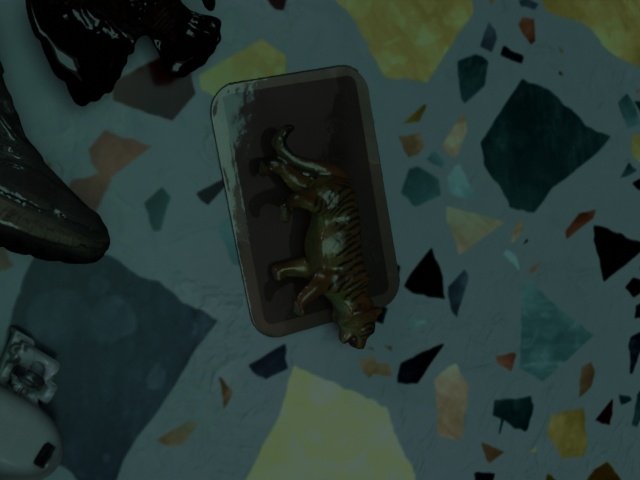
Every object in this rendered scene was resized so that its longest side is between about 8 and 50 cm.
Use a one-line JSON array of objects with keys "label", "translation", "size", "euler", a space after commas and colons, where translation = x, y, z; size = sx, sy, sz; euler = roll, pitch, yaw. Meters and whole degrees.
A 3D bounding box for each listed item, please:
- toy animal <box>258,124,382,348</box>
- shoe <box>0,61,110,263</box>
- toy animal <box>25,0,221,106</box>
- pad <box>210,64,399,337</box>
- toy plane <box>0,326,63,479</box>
[{"label": "toy animal", "translation": [0.000, 0.000, 0.797], "size": [0.099, 0.057, 0.241], "euler": [-12, 97, -28]}, {"label": "shoe", "translation": [-0.300, -0.116, 0.636], "size": [0.337, 0.132, 0.170], "euler": [34, 72, -18]}, {"label": "toy animal", "translation": [-0.181, -0.231, 0.696], "size": [0.180, 0.116, 0.218], "euler": [37, 85, 9]}, {"label": "pad", "translation": [-0.010, -0.041, 0.816], "size": [0.176, 0.002, 0.266], "euler": [-14, 99, -21]}, {"label": "toy plane", "translation": [-0.302, 0.153, 0.673], "size": [0.174, 0.080, 0.173], "euler": [8, 74, -32]}]
